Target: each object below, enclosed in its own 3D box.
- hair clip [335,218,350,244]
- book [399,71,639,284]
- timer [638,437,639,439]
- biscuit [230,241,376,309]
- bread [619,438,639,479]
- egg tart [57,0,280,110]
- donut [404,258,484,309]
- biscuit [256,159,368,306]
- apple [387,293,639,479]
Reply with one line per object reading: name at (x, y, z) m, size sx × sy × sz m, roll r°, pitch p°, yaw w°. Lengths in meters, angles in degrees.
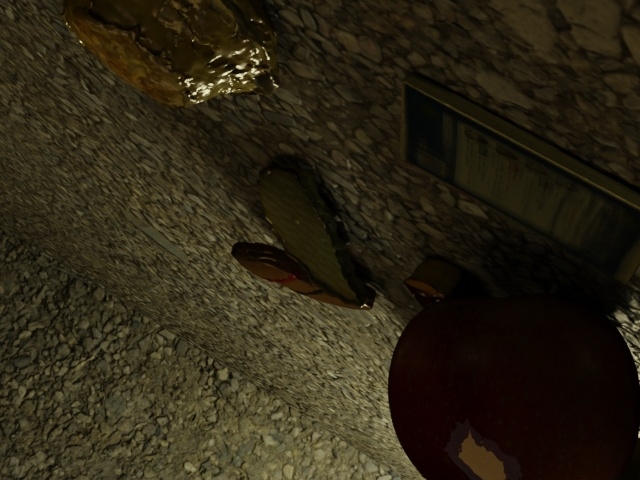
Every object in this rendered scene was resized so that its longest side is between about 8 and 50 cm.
hair clip at (0.005, -0.003, 1.940) m, size 0.062 × 0.056 × 0.214 m, roll 63°, pitch 154°, yaw -5°
book at (0.233, -0.066, 1.354) m, size 0.322 × 0.018 × 0.228 m, roll 30°, pitch 165°, yaw 12°
timer at (0.546, 0.374, 1.947) m, size 0.107 × 0.109 × 0.107 m, roll 22°, pitch 131°, yaw 28°
biscuit at (-0.046, 0.066, 2.098) m, size 0.277 × 0.052 × 0.262 m, roll 23°, pitch 172°, yaw -30°
bread at (0.505, 0.475, 1.682) m, size 0.376 × 0.253 × 0.348 m, roll 61°, pitch 163°, yaw -8°
egg tart at (-0.200, -0.263, 1.419) m, size 0.341 × 0.132 × 0.341 m, roll 30°, pitch 165°, yaw 9°
donut at (0.196, 0.083, 1.793) m, size 0.140 × 0.059 × 0.140 m, roll 31°, pitch 165°, yaw 9°
biscuit at (-0.027, -0.021, 1.856) m, size 0.187 × 0.036 × 0.273 m, roll 19°, pitch 142°, yaw 49°
apple at (0.260, 0.216, 1.574) m, size 0.348 × 0.277 × 0.348 m, roll 0°, pitch 173°, yaw 0°
